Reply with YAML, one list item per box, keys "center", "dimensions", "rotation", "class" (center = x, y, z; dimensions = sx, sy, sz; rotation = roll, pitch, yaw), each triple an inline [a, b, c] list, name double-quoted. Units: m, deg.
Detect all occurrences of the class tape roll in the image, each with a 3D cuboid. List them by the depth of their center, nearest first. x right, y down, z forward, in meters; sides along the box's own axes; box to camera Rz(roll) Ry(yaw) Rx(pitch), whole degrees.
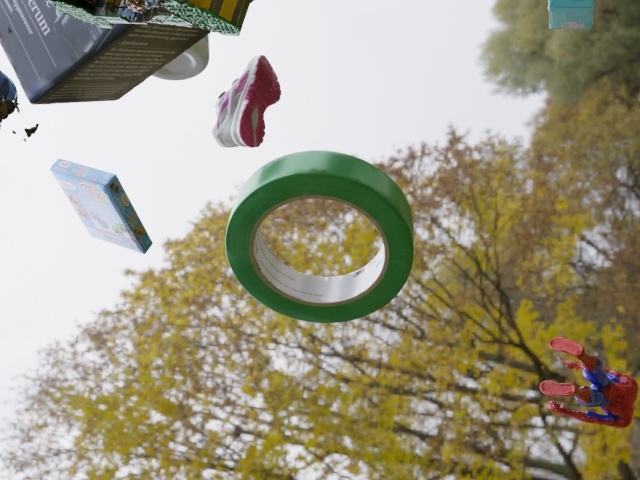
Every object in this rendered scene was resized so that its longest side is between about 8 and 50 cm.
- center: [0.000, 0.000, 1.401]
  dimensions: [0.077, 0.321, 0.321]
  rotation: [-81, -23, -52]
  class: "tape roll"

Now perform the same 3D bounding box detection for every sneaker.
- center: [-0.613, -0.307, 1.481]
  dimensions: [0.144, 0.053, 0.059]
  rotation: [48, 178, 0]
  class: "sneaker"
- center: [-0.163, -0.292, 1.700]
  dimensions: [0.103, 0.111, 0.252]
  rotation: [56, -142, -39]
  class: "sneaker"

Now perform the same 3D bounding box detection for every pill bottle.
- center: [-0.300, -0.470, 1.651]
  dimensions: [0.146, 0.146, 0.264]
  rotation: [35, -134, -58]
  class: "pill bottle"

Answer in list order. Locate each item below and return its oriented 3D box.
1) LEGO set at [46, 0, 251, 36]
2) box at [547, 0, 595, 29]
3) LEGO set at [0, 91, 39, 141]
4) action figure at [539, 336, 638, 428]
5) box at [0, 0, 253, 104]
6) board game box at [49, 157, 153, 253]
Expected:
- center: [-0.179, -0.300, 0.657]
  dimensions: [0.255, 0.331, 0.192]
  rotation: [19, -90, -36]
  class: "LEGO set"
- center: [0.352, -0.422, 1.113]
  dimensions: [0.100, 0.060, 0.244]
  rotation: [7, -92, -73]
  class: "box"
- center: [-0.410, -0.164, 1.065]
  dimensions: [0.054, 0.023, 0.083]
  rotation: [-36, -73, -15]
  class: "LEGO set"
- center: [0.365, 0.206, 1.171]
  dimensions: [0.280, 0.139, 0.091]
  rotation: [29, -106, -44]
  class: "action figure"
- center: [-0.298, -0.423, 1.198]
  dimensions: [0.293, 0.395, 0.212]
  rotation: [62, -153, 2]
  class: "box"
- center: [-0.455, -0.070, 1.703]
  dimensions: [0.039, 0.160, 0.211]
  rotation: [-57, -31, -30]
  class: "board game box"
